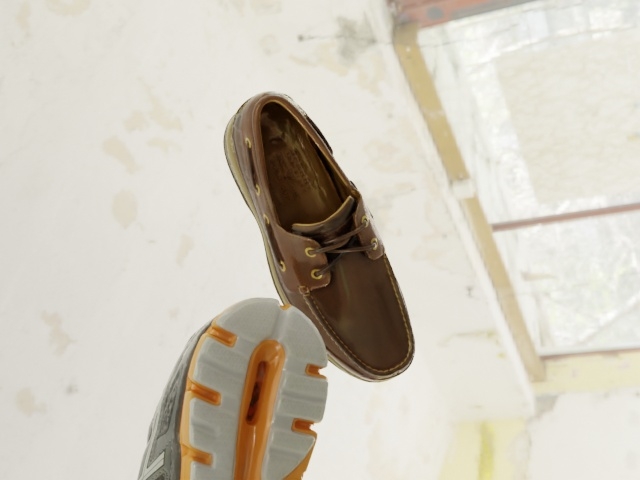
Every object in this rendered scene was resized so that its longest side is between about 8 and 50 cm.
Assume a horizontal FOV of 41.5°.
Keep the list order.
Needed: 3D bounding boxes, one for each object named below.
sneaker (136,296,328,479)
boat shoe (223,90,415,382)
[{"bbox_3d":[-0.052,0.132,0.389,0.084,0.083,0.214,21,-101,-21],"label":"sneaker"},{"bbox_3d":[0.000,0.000,0.465,0.178,0.064,0.060,63,169,0],"label":"boat shoe"}]
